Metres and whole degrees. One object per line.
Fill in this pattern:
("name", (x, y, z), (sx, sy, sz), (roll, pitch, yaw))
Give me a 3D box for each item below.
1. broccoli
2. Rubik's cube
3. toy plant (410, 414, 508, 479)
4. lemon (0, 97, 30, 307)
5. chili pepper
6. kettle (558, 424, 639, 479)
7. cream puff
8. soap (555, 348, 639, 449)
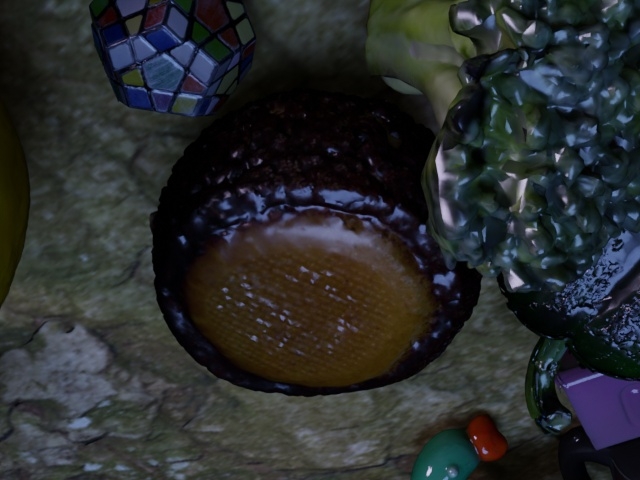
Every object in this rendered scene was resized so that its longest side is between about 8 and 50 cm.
("broccoli", (0.135, -0.113, 0.485), (0.288, 0.245, 0.248), (-24, 104, -25))
("Rubik's cube", (-0.096, -0.130, 0.546), (0.111, 0.111, 0.093), (-21, 155, 15))
("toy plant", (0.127, 0.354, 0.893), (0.400, 0.280, 0.185), (-28, 166, 28))
("lemon", (-0.346, -0.015, 0.485), (0.347, 0.348, 0.348), (-1, 130, -1))
("chili pepper", (0.212, 0.029, 0.632), (0.165, 0.174, 0.261), (27, 119, -17))
("kettle", (0.365, 0.264, 0.874), (0.202, 0.144, 0.232), (-4, 131, 44))
("cream puff", (0.000, 0.000, 0.607), (0.239, 0.165, 0.239), (2, 132, 2))
("soap", (0.324, 0.111, 0.773), (0.203, 0.065, 0.122), (-23, 126, 18))
